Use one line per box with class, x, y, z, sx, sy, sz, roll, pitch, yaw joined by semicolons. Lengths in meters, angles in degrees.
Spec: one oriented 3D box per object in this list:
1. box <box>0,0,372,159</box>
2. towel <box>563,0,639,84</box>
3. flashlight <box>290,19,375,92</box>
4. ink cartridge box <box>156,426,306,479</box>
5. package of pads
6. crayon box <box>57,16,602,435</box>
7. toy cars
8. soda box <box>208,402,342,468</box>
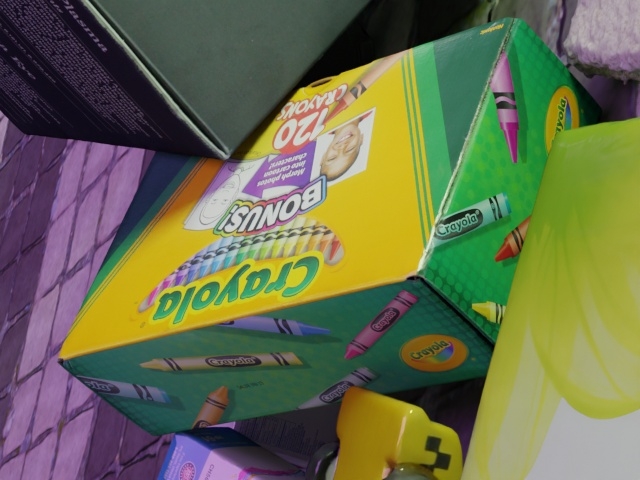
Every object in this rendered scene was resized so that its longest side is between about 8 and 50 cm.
box;-0.068;-0.232;1.199;0.343;0.179;0.312;-49;24;-15
towel;0.202;-0.152;0.879;0.282;0.049;0.187;21;91;69
flashlight;-0.045;-0.181;1.417;0.304;0.103;0.103;-129;56;-66
ink cartridge box;-0.037;0.168;1.099;0.122;0.052;0.088;26;100;32
package of pads;0.163;0.065;0.723;0.296;0.101;0.229;-7;64;67
crayon box;0.000;0.000;1.044;0.278;0.081;0.165;-15;43;44
toy cars;0.045;0.250;0.882;0.176;0.087;0.393;124;151;-45
soda box;-0.012;0.027;1.211;0.074;0.069;0.216;-10;62;65
